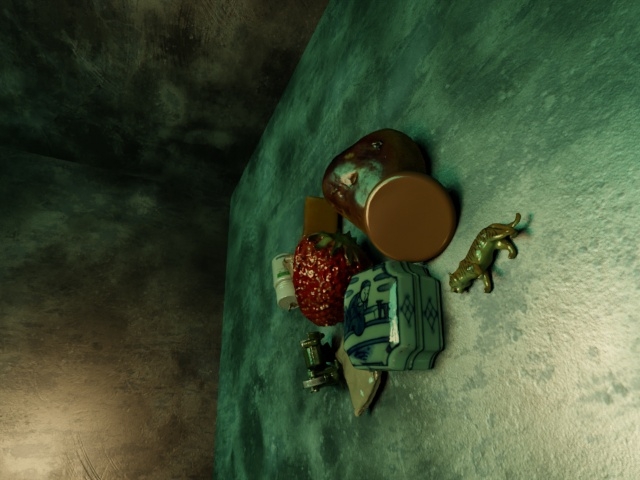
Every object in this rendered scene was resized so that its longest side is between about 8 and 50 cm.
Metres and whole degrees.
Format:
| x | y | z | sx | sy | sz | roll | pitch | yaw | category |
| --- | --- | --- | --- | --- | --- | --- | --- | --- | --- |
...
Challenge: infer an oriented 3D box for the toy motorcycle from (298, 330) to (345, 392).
| x | y | z | sx | sy | sz | roll | pitch | yaw | category |
| --- | --- | --- | --- | --- | --- | --- | --- | --- | --- |
| -0.004 | 0.407 | 1.372 | 0.275 | 0.127 | 0.205 | 79 | 177 | -75 | toy motorcycle |

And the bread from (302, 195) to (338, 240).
| x | y | z | sx | sy | sz | roll | pitch | yaw | category |
| --- | --- | --- | --- | --- | --- | --- | --- | --- | --- |
| 0.000 | 0.000 | 1.599 | 0.077 | 0.138 | 0.361 | 80 | -168 | -70 | bread |

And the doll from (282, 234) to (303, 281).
| x | y | z | sx | sy | sz | roll | pitch | yaw | category |
| --- | --- | --- | --- | --- | --- | --- | --- | --- | --- |
| -0.088 | 0.063 | 1.758 | 0.303 | 0.156 | 0.201 | -99 | 30 | -46 | doll |

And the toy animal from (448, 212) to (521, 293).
| x | y | z | sx | sy | sz | roll | pitch | yaw | category |
| --- | --- | --- | --- | --- | --- | --- | --- | --- | --- |
| 0.362 | 0.035 | 0.900 | 0.241 | 0.057 | 0.099 | -68 | 26 | 25 | toy animal |

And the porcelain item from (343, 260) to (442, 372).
| x | y | z | sx | sy | sz | roll | pitch | yaw | category |
| --- | --- | --- | --- | --- | --- | --- | --- | --- | --- |
| 0.181 | 0.212 | 1.101 | 0.281 | 0.157 | 0.285 | -29 | 55 | 58 | porcelain item |

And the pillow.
| x | y | z | sx | sy | sz | roll | pitch | yaw | category |
| --- | --- | --- | --- | --- | --- | --- | --- | --- | --- |
| 0.113 | 0.386 | 1.279 | 0.173 | 0.067 | 0.270 | -66 | 26 | 24 | pillow |

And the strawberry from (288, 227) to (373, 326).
| x | y | z | sx | sy | sz | roll | pitch | yaw | category |
| --- | --- | --- | --- | --- | --- | --- | --- | --- | --- |
| 0.012 | 0.138 | 1.352 | 0.343 | 0.292 | 0.292 | -68 | 26 | 16 | strawberry |

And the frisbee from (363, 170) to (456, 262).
| x | y | z | sx | sy | sz | roll | pitch | yaw | category |
| --- | --- | --- | --- | --- | --- | --- | --- | --- | --- |
| 0.230 | -0.059 | 1.076 | 0.251 | 0.021 | 0.250 | 7 | 106 | 26 | frisbee |

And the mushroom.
| x | y | z | sx | sy | sz | roll | pitch | yaw | category |
| --- | --- | --- | --- | --- | --- | --- | --- | --- | --- |
| 0.178 | -0.181 | 1.262 | 0.346 | 0.260 | 0.345 | -5 | 82 | 37 | mushroom |

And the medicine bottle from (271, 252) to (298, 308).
| x | y | z | sx | sy | sz | roll | pitch | yaw | category |
| --- | --- | --- | --- | --- | --- | --- | --- | --- | --- |
| -0.148 | 0.184 | 1.846 | 0.139 | 0.139 | 0.236 | -57 | 31 | 39 | medicine bottle |
